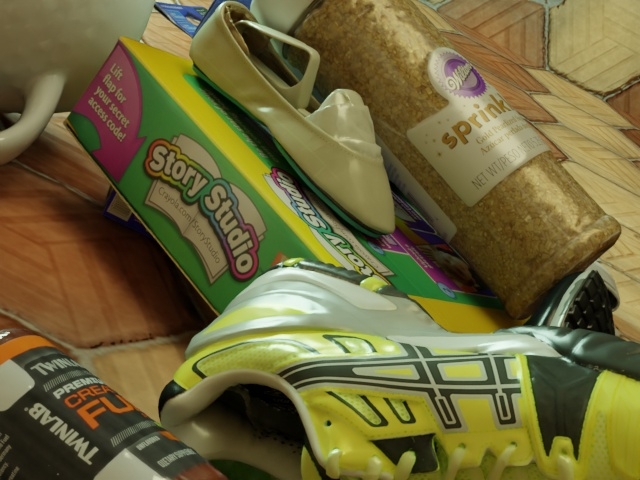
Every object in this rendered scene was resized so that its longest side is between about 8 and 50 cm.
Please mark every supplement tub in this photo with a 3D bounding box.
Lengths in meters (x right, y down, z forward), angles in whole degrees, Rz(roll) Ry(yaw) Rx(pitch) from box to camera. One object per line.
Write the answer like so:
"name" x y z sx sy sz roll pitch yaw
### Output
"supplement tub" -0.150 0.118 0.691 0.198 0.106 0.106 33 20 19

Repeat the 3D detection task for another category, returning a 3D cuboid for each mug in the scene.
"mug" -0.321 -0.217 1.091 0.328 0.276 0.374 23 47 -28

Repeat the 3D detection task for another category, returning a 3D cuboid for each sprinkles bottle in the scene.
"sprinkles bottle" 0.093 -0.101 1.077 0.355 0.121 0.121 50 25 11

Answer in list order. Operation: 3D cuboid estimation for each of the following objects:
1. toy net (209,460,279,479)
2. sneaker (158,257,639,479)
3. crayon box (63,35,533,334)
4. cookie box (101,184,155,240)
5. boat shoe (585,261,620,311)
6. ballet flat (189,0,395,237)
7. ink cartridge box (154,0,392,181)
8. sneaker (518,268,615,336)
"toy net" -0.033 0.207 0.723 0.122 0.045 0.232 6 30 -47
"sneaker" 0.076 0.127 0.728 0.384 0.145 0.147 11 36 36
"crayon box" 0.000 0.000 1.096 0.313 0.106 0.363 11 30 -53
"cookie box" -0.146 -0.040 1.164 0.091 0.040 0.107 27 20 -14
"boat shoe" 0.281 0.038 1.524 0.184 0.066 0.063 31 17 -23
"ballet flat" -0.013 -0.107 1.030 0.248 0.086 0.086 44 25 23
"ink cartridge box" -0.004 -0.161 1.245 0.311 0.065 0.186 34 14 4
"sneaker" 0.124 0.117 0.917 0.124 0.107 0.283 0 36 32
